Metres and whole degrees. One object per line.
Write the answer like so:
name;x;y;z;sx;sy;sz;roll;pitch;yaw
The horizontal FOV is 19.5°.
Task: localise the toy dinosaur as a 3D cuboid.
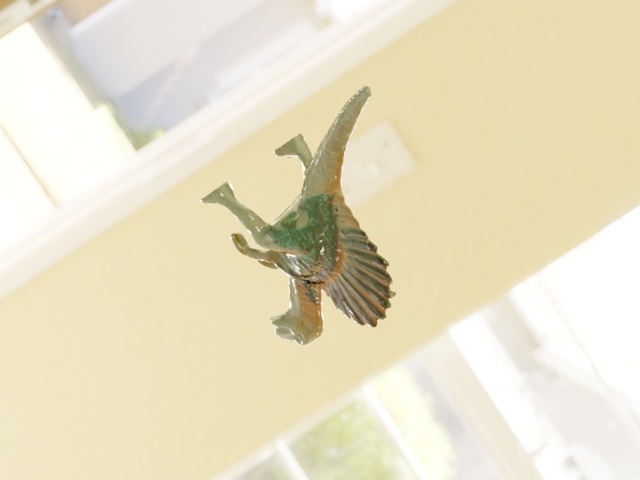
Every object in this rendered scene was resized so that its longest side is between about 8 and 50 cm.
toy dinosaur;0.003;-0.002;0.953;0.187;0.044;0.106;-30;-87;48
